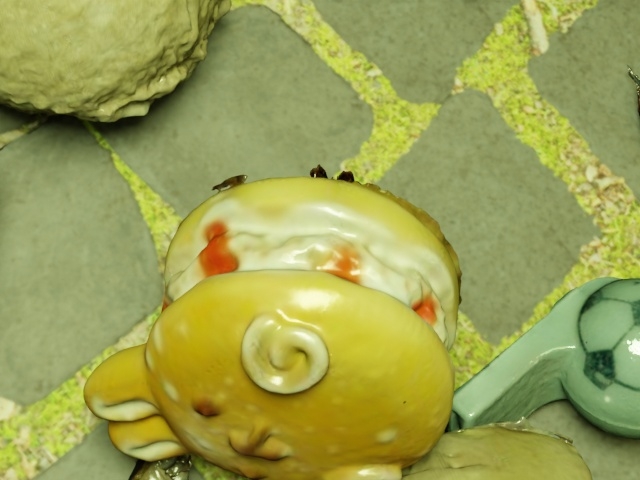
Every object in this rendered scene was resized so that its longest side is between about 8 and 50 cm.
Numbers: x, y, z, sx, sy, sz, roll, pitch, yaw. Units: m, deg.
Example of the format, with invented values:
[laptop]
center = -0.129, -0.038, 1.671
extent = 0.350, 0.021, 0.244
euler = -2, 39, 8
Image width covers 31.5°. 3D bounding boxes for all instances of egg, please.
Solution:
[egg]
center = -0.222, -0.240, 1.036
extent = 0.310, 0.279, 0.279
euler = -25, 77, -34

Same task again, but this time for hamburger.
[hamburger]
center = -0.038, 0.092, 0.933
extent = 0.302, 0.261, 0.186
euler = 3, 48, 14

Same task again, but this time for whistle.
[whistle]
center = 0.269, 0.130, 1.052
extent = 0.289, 0.163, 0.163
euler = -37, 82, -18

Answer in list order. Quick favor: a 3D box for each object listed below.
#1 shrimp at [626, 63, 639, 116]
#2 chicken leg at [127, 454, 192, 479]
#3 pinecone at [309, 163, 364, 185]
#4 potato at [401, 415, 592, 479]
[shrimp]
center = 0.375, -0.121, 1.206
extent = 0.065, 0.056, 0.165
euler = -27, 88, -2
[chicken leg]
center = -0.178, 0.264, 0.954
extent = 0.080, 0.125, 0.196
euler = 44, 30, -6
[pinecone]
center = 0.000, 0.000, 1.064
extent = 0.121, 0.140, 0.140
euler = -27, 75, 20
[potato]
center = 0.130, 0.283, 0.896
extent = 0.189, 0.264, 0.211
euler = 17, 107, -20
